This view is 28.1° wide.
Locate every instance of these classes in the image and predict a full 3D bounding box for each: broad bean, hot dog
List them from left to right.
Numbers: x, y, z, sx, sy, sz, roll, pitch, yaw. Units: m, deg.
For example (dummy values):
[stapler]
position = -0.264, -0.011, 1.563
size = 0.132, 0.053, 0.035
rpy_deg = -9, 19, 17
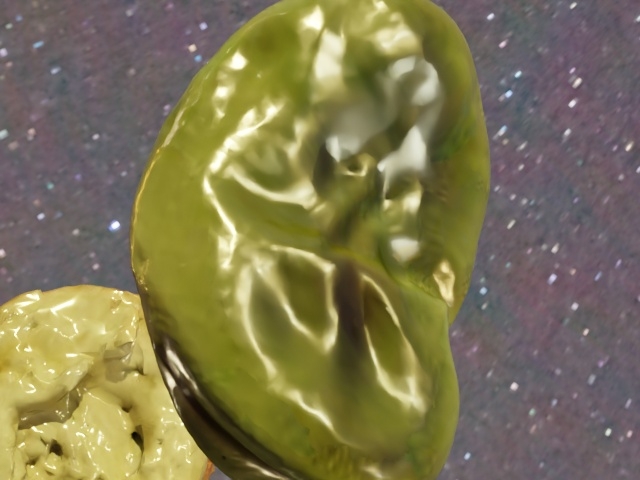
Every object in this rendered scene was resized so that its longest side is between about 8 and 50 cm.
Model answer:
[hot dog]
position = -0.160, 0.232, 0.852
size = 0.196, 0.365, 0.367
rpy_deg = 8, -100, -7
[broad bean]
position = 0.002, 0.000, 0.498
size = 0.072, 0.153, 0.207
rpy_deg = -18, -118, 53
